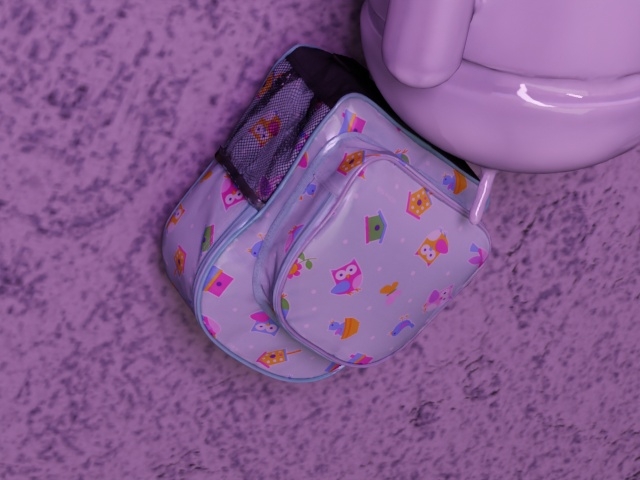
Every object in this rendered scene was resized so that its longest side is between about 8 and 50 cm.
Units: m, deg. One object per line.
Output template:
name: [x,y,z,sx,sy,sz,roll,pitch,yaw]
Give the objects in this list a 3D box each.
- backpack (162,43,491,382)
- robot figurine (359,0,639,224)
backpack: [0.000,0.000,1.021,0.188,0.144,0.166,-45,133,14]
robot figurine: [0.128,-0.187,0.910,0.300,0.200,0.353,-33,138,-45]
